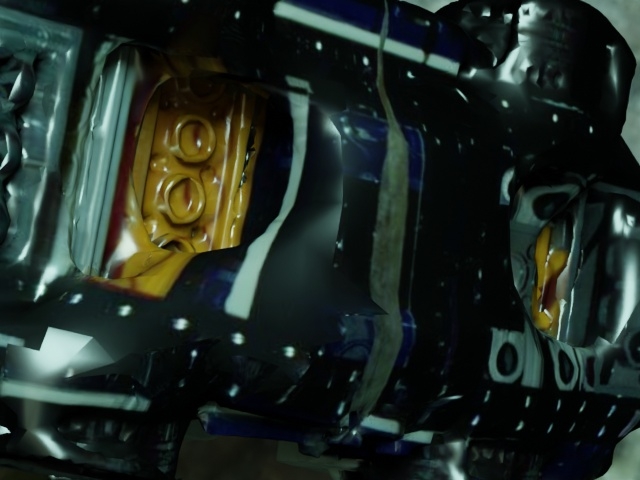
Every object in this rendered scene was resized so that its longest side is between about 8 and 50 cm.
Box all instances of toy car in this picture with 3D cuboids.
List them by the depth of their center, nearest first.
[{"bbox_3d":[0.000,0.000,0.455,0.301,0.118,0.193,17,73,-37],"label":"toy car"}]

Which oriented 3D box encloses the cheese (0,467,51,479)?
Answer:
[{"bbox_3d":[-0.154,0.035,0.488,0.175,0.091,0.202,35,80,-2],"label":"cheese"}]
